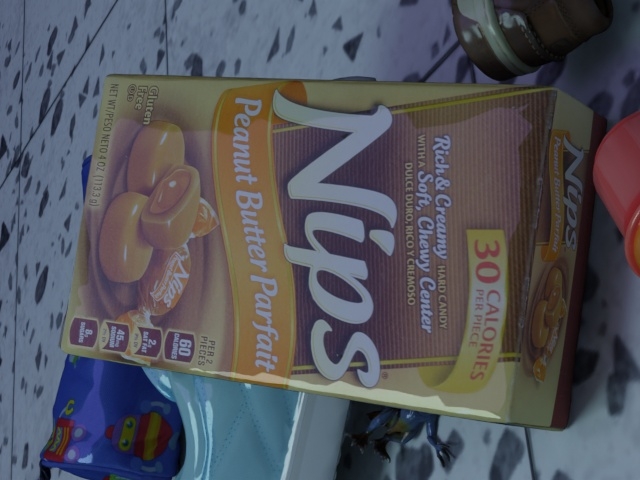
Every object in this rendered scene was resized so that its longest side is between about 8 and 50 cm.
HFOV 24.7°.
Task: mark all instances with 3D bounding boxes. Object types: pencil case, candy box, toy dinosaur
[{"bbox_3d":[-0.174,0.071,1.315,0.133,0.119,0.306,-14,68,64],"label":"pencil case"},{"bbox_3d":[0.000,0.000,0.873,0.316,0.087,0.183,5,85,33],"label":"candy box"},{"bbox_3d":[0.055,0.107,0.939,0.082,0.047,0.090,-46,27,20],"label":"toy dinosaur"}]

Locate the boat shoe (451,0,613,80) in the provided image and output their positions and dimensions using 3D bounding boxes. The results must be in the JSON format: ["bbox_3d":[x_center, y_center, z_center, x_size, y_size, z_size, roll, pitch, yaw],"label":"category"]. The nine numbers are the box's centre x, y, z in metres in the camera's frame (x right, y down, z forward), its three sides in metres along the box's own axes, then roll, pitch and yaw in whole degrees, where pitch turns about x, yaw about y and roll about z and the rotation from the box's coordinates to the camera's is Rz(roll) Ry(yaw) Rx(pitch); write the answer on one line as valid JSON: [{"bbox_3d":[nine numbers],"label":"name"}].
[{"bbox_3d":[0.138,-0.218,0.866,0.095,0.095,0.257,-16,63,35],"label":"boat shoe"}]

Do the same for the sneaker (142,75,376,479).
[{"bbox_3d":[-0.045,0.059,0.994,0.135,0.150,0.366,-174,95,-88],"label":"sneaker"}]

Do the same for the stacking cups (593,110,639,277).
[{"bbox_3d":[0.207,0.049,0.621,0.096,0.096,0.316,-61,27,32],"label":"stacking cups"}]
